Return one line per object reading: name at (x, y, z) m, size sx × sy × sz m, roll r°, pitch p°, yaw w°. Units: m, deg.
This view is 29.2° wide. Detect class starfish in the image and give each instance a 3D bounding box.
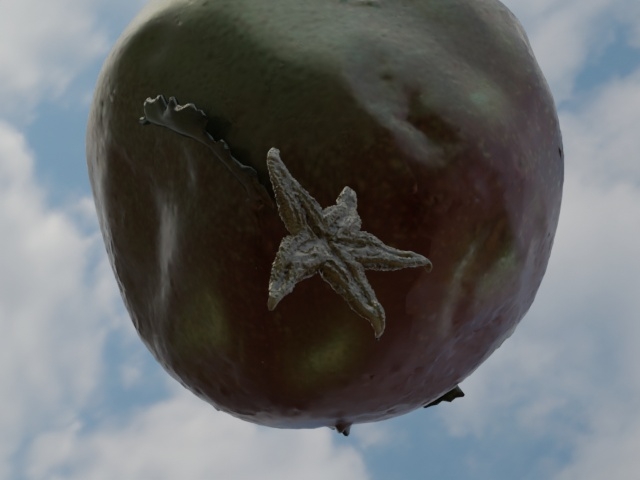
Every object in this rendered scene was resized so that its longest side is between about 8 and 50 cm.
starfish at (0.000, 0.000, 0.480) m, size 0.092 × 0.086 × 0.016 m, roll 55°, pitch -51°, yaw 17°

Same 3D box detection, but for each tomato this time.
tomato at (0.003, -0.042, 0.749) m, size 0.303 × 0.303 × 0.239 m, roll 30°, pitch -33°, yaw 25°
